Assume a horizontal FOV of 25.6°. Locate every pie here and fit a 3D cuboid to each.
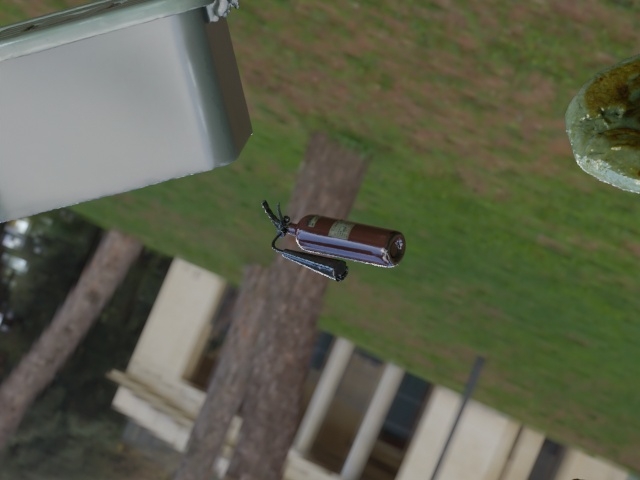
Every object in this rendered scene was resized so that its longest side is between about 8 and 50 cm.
[{"bbox_3d":[0.142,-0.051,0.591,0.085,0.085,0.017,24,153,40],"label":"pie"}]

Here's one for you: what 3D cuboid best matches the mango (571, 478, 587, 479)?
[{"bbox_3d":[0.147,0.242,0.735,0.144,0.187,0.359,-10,157,6],"label":"mango"}]

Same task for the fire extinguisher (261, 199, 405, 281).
[{"bbox_3d":[0.002,0.005,0.889,0.100,0.046,0.032,11,156,34],"label":"fire extinguisher"}]

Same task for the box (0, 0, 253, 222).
[{"bbox_3d":[-0.167,-0.109,1.066,0.243,0.135,0.163,-13,-165,7],"label":"box"}]
